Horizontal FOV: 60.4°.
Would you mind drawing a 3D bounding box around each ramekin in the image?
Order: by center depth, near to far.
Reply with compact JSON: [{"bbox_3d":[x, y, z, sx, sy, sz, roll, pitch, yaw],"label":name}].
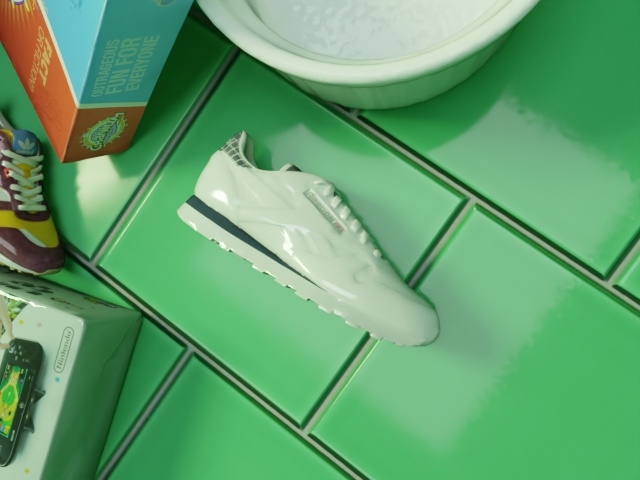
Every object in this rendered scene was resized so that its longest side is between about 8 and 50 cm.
[{"bbox_3d":[0.042,-0.234,0.412,0.278,0.135,0.277,0,87,10],"label":"ramekin"}]

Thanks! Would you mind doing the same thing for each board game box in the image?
[{"bbox_3d":[-0.218,-0.256,0.422,0.242,0.064,0.316,-38,79,51],"label":"board game box"},{"bbox_3d":[-0.342,0.123,0.490,0.304,0.097,0.223,17,91,11],"label":"board game box"}]

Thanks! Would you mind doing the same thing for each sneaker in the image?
[{"bbox_3d":[0.000,0.000,0.441,0.235,0.090,0.094,32,84,8],"label":"sneaker"},{"bbox_3d":[-0.282,-0.054,0.497,0.084,0.069,0.185,-42,82,12],"label":"sneaker"}]
